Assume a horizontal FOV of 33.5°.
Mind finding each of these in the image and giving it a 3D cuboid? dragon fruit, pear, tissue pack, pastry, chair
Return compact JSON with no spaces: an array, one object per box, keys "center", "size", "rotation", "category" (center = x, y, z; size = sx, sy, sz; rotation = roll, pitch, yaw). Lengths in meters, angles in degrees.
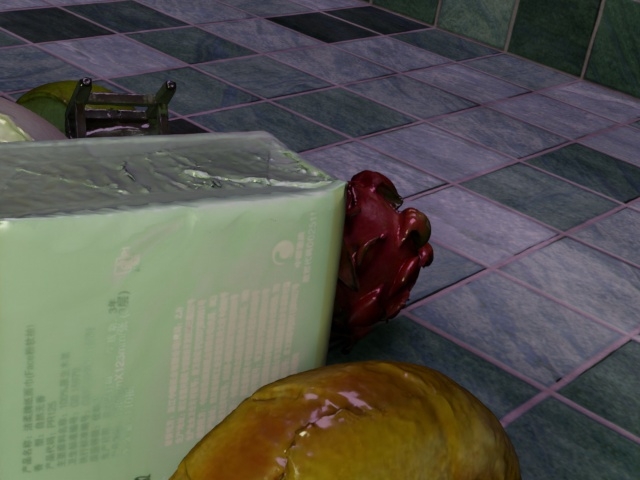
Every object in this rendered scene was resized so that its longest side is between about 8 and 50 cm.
[{"center":[0.015,0.010,1.399],"size":[0.243,0.227,0.307],"rotation":[35,9,9],"category":"dragon fruit"},{"center":[-0.383,-0.206,1.882],"size":[0.288,0.139,0.239],"rotation":[29,22,31],"category":"pear"},{"center":[-0.169,0.118,0.957],"size":[0.332,0.404,0.205],"rotation":[-6,27,-30],"category":"tissue pack"},{"center":[0.013,0.251,0.857],"size":[0.356,0.355,0.164],"rotation":[-9,25,-35],"category":"pastry"},{"center":[-0.296,-0.117,1.527],"size":[0.136,0.147,0.270],"rotation":[-1,-16,-21],"category":"chair"}]

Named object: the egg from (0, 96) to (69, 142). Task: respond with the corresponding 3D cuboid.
[{"center":[-0.391,0.016,1.191],"size":[0.355,0.354,0.340],"rotation":[11,0,1],"category":"egg"}]
